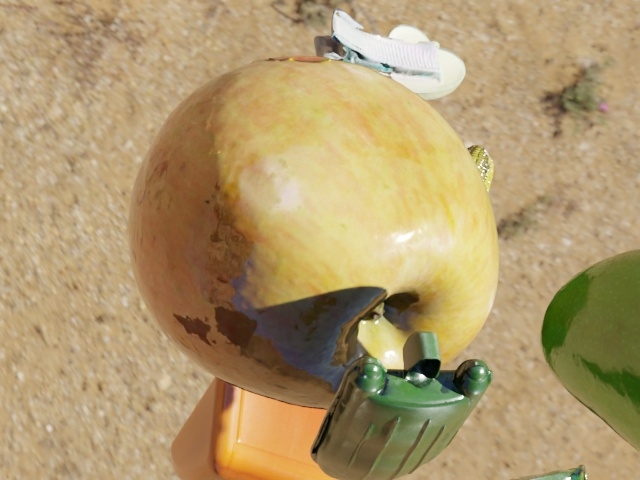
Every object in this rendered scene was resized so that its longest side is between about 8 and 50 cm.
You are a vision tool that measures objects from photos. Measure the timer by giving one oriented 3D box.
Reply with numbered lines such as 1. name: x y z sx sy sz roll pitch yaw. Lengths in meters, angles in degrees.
1. timer: -0.084 0.338 2.107 0.258 0.250 0.161 19 61 -14

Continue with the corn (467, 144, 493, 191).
1. corn: 0.219 -0.067 2.089 0.072 0.072 0.203 50 45 -28

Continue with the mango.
1. mango: 0.347 0.122 1.125 0.201 0.382 0.225 -46 133 -28

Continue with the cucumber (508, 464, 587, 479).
1. cucumber: 0.271 0.435 2.139 0.326 0.105 0.145 -13 91 0

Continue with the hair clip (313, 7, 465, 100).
1. hair clip: 0.099 -0.238 1.858 0.219 0.071 0.159 11 59 -24

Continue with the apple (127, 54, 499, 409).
1. apple: 0.000 0.000 1.478 0.392 0.346 0.391 -15 126 -22

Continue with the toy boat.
1. toy boat: 0.050 0.131 0.975 0.104 0.052 0.210 0 149 -13
